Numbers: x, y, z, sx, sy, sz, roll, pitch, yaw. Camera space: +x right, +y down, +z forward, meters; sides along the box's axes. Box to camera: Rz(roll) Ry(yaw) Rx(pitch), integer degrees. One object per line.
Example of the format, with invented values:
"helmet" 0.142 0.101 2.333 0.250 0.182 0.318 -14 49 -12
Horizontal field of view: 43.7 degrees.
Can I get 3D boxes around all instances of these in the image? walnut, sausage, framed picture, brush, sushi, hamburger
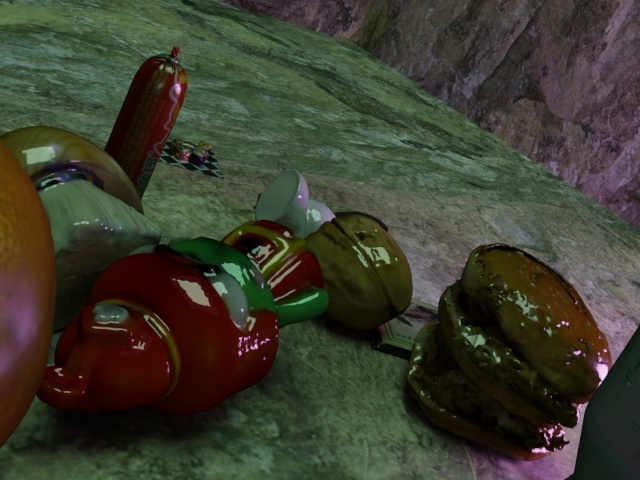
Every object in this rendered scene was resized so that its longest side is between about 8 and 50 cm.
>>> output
"walnut" 0.043 0.041 1.105 0.144 0.144 0.180 7 37 -38
"sausage" -0.238 -0.135 1.041 0.083 0.264 0.083 24 24 -11
"framed picture" 0.149 0.130 1.181 0.195 0.010 0.199 19 23 -15
"brush" -0.260 -0.010 0.878 0.166 0.174 0.267 43 16 19
"sushi" -0.234 -0.160 1.418 0.126 0.026 0.120 14 25 -25
"hamburger" 0.232 0.142 0.990 0.260 0.211 0.245 6 37 -46

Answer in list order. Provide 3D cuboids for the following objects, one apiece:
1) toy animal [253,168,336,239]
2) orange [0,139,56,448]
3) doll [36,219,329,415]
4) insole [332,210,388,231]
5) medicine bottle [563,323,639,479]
"toy animal" -0.003 -0.001 1.236 0.104 0.131 0.221 -7 -33 44
"orange" -0.323 0.034 0.500 0.312 0.312 0.312 21 22 -9
"doll" -0.134 0.083 0.787 0.182 0.160 0.363 25 23 23
"insole" 0.014 -0.027 1.404 0.111 0.007 0.328 41 27 31
"medicine bottle" 0.387 0.234 0.821 0.245 0.290 0.245 20 22 -8
